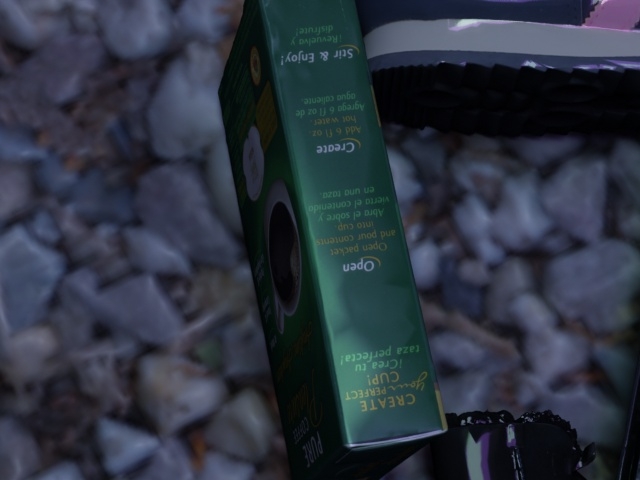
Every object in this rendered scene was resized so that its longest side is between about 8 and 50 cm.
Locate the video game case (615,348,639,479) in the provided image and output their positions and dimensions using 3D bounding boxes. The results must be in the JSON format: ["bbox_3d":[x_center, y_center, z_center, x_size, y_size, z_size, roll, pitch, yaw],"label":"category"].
[{"bbox_3d":[0.213,0.107,0.632,0.196,0.026,0.274,19,70,-12],"label":"video game case"}]

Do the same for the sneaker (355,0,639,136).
[{"bbox_3d":[0.172,-0.116,0.665,0.319,0.112,0.131,2,75,-9],"label":"sneaker"}]

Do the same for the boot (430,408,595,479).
[{"bbox_3d":[0.055,0.116,0.604,0.121,0.045,0.099,3,76,-21],"label":"boot"}]

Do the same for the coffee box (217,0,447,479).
[{"bbox_3d":[0.000,0.000,0.604,0.040,0.113,0.184,-7,72,-14],"label":"coffee box"}]
